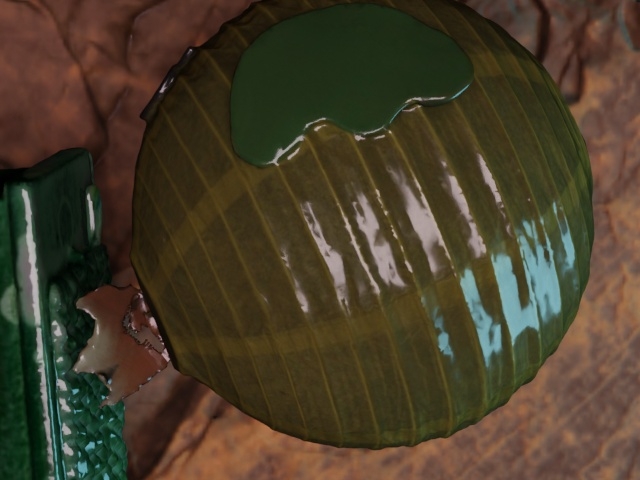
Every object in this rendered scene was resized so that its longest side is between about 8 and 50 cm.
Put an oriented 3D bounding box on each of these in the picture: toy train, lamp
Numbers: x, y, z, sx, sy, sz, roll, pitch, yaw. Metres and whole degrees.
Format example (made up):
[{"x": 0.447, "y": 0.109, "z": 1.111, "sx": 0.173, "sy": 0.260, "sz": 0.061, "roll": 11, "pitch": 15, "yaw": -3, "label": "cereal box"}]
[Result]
[{"x": -0.216, "y": 0.077, "z": 0.839, "sx": 0.202, "sy": 0.145, "sz": 0.266, "roll": -3, "pitch": 101, "yaw": 6, "label": "toy train"}, {"x": 0.000, "y": 0.000, "z": 0.805, "sx": 0.284, "sy": 0.250, "sz": 0.250, "roll": -29, "pitch": 102, "yaw": -8, "label": "lamp"}]
